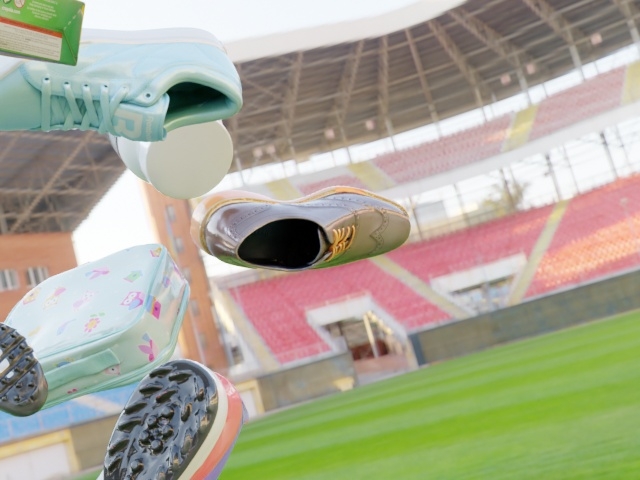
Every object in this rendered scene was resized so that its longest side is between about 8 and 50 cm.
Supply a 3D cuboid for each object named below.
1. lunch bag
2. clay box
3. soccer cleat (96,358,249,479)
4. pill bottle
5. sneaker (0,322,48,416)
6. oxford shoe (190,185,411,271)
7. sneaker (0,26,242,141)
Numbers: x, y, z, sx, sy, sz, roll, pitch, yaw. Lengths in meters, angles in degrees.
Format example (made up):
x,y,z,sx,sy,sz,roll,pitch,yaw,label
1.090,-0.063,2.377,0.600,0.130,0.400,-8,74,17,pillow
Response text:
x,y,z,sx,sy,sz,roll,pitch,yaw,label
-0.333,0.131,1.271,0.279,0.107,0.224,-20,33,15,lunch bag
-0.295,-0.167,0.616,0.222,0.053,0.127,11,8,18,clay box
-0.169,0.253,0.755,0.318,0.109,0.116,-57,-29,-9,soccer cleat
-0.317,-0.233,1.759,0.210,0.210,0.363,-12,32,-25,pill bottle
-0.375,0.135,1.000,0.078,0.234,0.106,-47,-33,-24,sneaker
0.000,0.000,1.291,0.364,0.129,0.133,-4,23,-32,oxford shoe
-0.272,-0.194,1.176,0.366,0.150,0.135,-17,-38,-22,sneaker
